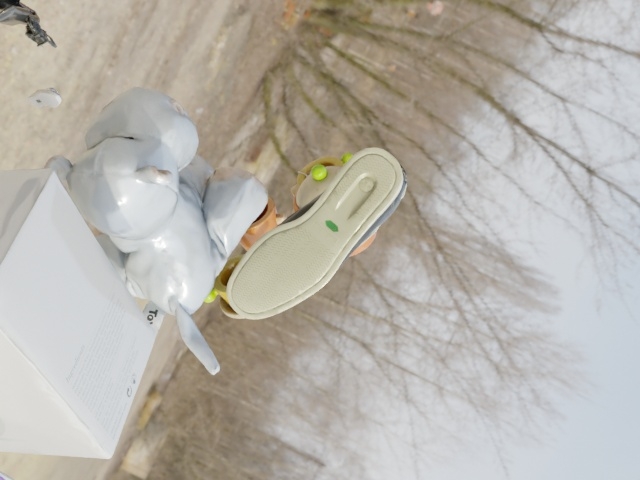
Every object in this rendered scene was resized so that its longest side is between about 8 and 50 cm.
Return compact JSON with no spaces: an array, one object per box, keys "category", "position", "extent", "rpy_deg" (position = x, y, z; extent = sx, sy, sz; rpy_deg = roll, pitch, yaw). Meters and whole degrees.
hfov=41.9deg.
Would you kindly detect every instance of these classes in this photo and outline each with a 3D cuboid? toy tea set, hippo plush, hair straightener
[{"category":"toy tea set","position":[-0.082,-0.021,1.083],"extent":[0.336,0.124,0.200],"rpy_deg":[-32,-143,-7]},{"category":"hippo plush","position":[-0.220,-0.037,0.958],"extent":[0.236,0.234,0.294],"rpy_deg":[60,38,-48]},{"category":"hair straightener","position":[-0.464,-0.333,1.308],"extent":[0.047,0.089,0.230],"rpy_deg":[-31,-176,-4]}]

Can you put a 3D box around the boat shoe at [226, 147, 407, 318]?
[{"category":"boat shoe","position":[0.000,0.000,0.890],"extent":[0.233,0.084,0.079],"rpy_deg":[-43,171,7]}]

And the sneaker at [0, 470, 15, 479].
[{"category":"sneaker","position":[-0.435,0.253,0.811],"extent":[0.102,0.282,0.161],"rpy_deg":[2,-106,52]}]

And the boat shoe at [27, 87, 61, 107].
[{"category":"boat shoe","position":[-0.490,-0.261,1.505],"extent":[0.100,0.035,0.035],"rpy_deg":[2,-130,48]}]

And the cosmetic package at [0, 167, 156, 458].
[{"category":"cosmetic package","position":[-0.294,0.064,0.702],"extent":[0.224,0.224,0.138],"rpy_deg":[72,24,-47]}]
